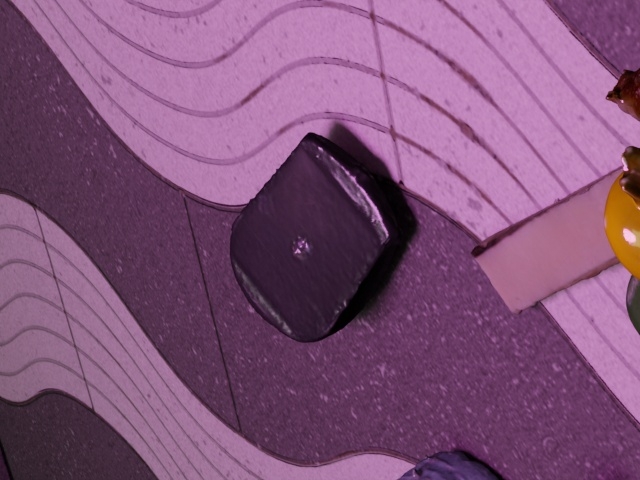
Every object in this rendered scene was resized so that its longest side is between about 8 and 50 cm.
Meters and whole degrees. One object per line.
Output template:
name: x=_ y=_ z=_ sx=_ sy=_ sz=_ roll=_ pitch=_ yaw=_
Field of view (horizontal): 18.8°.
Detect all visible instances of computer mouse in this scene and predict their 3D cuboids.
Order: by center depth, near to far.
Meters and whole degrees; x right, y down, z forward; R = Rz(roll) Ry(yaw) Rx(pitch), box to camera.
computer mouse: x=0.003 y=-0.002 z=2.131 sx=0.168 sy=0.087 sz=0.295 roll=51 pitch=140 yaw=12

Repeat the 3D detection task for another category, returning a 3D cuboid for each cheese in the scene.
cheese: x=0.248 y=-0.012 z=1.737 sx=0.085 sy=0.034 sz=0.400 roll=56 pitch=154 yaw=1

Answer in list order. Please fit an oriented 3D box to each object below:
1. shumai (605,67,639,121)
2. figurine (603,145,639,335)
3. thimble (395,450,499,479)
shumai: x=0.291 y=-0.125 z=1.464 sx=0.139 sy=0.105 sz=0.123 roll=46 pitch=152 yaw=25
figurine: x=0.312 y=0.017 z=1.499 sx=0.185 sy=0.127 sz=0.234 roll=27 pitch=148 yaw=27
thimble: x=0.142 y=0.354 z=2.161 sx=0.198 sy=0.143 sz=0.235 roll=2 pitch=115 yaw=60
